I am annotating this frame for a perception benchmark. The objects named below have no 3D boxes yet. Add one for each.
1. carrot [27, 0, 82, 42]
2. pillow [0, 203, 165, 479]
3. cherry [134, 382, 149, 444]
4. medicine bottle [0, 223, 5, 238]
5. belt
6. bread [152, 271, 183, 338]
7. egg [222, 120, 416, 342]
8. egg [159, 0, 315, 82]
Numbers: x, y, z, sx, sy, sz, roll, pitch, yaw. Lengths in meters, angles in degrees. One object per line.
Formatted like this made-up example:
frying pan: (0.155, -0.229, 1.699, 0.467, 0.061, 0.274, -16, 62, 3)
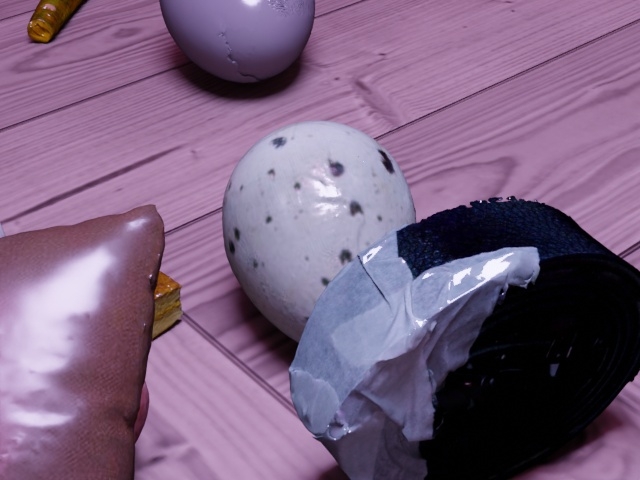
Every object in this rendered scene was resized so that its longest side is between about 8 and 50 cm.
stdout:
carrot: (-0.288, -0.269, 1.149, 0.042, 0.042, 0.171, 2, 37, 7)
pillow: (-0.223, 0.131, 0.427, 0.307, 0.108, 0.306, -2, 67, 4)
cherry: (-0.148, 0.096, 0.562, 0.106, 0.087, 0.126, -29, 23, -23)
medicine bottle: (-0.256, 0.063, 0.581, 0.078, 0.115, 0.219, 6, 51, 11)
belt: (0.080, 0.058, 0.541, 0.198, 0.151, 0.078, -19, 38, -18)
bread: (-0.155, 0.042, 0.684, 0.094, 0.035, 0.090, 26, 44, 35)
egg: (0.000, 0.000, 0.667, 0.131, 0.131, 0.164, -4, 58, -2)
egg: (-0.079, -0.230, 0.977, 0.146, 0.146, 0.199, -9, 43, -9)
